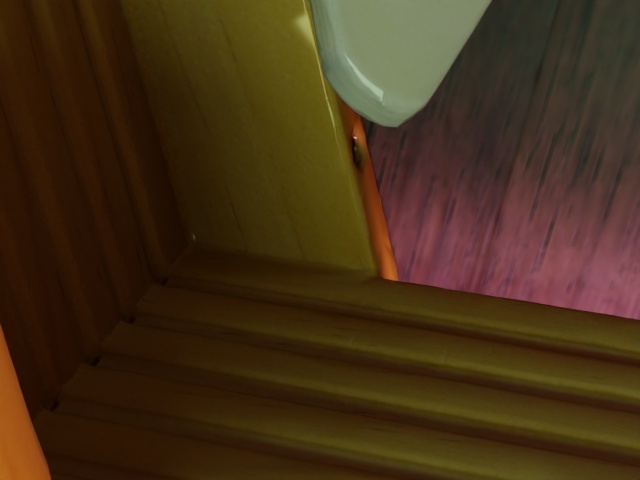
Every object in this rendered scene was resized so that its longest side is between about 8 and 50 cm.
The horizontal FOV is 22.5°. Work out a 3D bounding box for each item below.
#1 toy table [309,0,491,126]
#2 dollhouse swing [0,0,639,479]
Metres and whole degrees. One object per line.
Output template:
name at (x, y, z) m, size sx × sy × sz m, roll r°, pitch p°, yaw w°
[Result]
toy table at (0.025, -0.178, 0.540) m, size 0.161 × 0.252 × 0.274 m, roll 34°, pitch 87°, yaw -5°
dollhouse swing at (0.000, 0.000, 0.554) m, size 0.305 × 0.347 × 0.315 m, roll -5°, pitch 112°, yaw 21°
